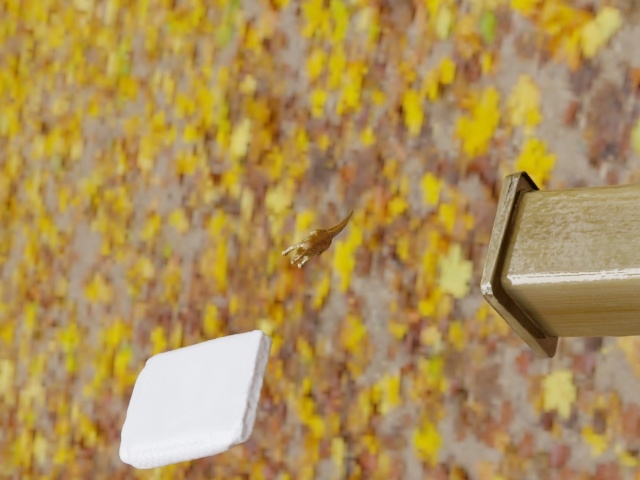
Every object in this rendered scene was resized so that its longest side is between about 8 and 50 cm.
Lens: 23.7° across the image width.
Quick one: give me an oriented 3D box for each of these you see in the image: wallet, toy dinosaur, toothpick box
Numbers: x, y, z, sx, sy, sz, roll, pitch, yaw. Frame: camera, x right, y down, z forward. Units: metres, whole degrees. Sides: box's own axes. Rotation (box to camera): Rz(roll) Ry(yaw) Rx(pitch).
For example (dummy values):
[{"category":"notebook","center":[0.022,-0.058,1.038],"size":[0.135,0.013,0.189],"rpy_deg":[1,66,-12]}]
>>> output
[{"category":"wallet","center":[-0.120,0.155,1.465],"size":[0.183,0.032,0.124],"rpy_deg":[-18,51,43]},{"category":"toy dinosaur","center":[-0.003,0.001,1.540],"size":[0.041,0.113,0.026],"rpy_deg":[-34,91,40]},{"category":"toothpick box","center":[0.386,0.024,1.903],"size":[0.308,0.187,0.190],"rpy_deg":[-5,54,37]}]
